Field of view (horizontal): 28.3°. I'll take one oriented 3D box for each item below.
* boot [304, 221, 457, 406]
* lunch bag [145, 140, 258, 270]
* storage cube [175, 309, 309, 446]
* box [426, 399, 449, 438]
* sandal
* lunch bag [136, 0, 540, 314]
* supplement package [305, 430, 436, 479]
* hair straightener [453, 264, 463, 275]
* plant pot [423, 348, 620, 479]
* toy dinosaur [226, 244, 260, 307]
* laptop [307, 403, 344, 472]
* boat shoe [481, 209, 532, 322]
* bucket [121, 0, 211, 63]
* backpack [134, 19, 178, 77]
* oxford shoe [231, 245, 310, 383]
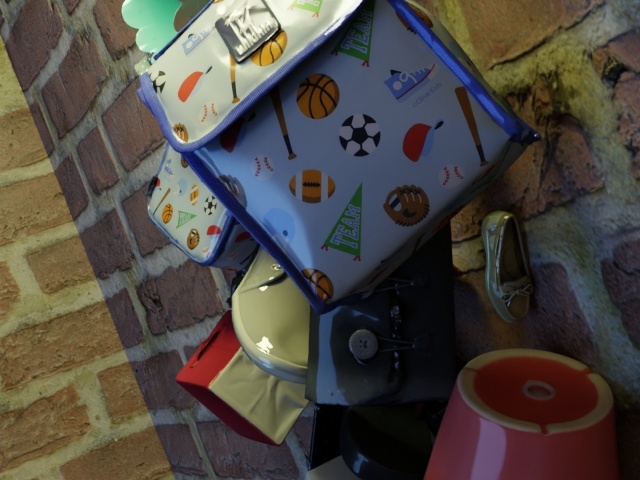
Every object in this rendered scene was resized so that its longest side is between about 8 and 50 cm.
[{"bbox_3d":[0.002,0.000,1.708,0.367,0.146,0.445,-1,99,19],"label":"boot"},{"bbox_3d":[-0.205,-0.099,2.359,0.303,0.115,0.243,39,113,46],"label":"lunch bag"},{"bbox_3d":[-0.125,0.258,2.410,0.215,0.184,0.193,42,163,-17],"label":"storage cube"},{"bbox_3d":[0.199,0.320,1.962,0.147,0.077,0.180,31,137,56],"label":"box"},{"bbox_3d":[0.105,0.193,1.864,0.446,0.167,0.107,-98,31,-61],"label":"sandal"},{"bbox_3d":[0.007,-0.160,1.500,0.385,0.328,0.239,51,-169,9],"label":"lunch bag"},{"bbox_3d":[0.091,0.406,1.912,0.149,0.203,0.194,54,153,29],"label":"supplement package"},{"bbox_3d":[0.126,0.064,1.890,0.047,0.089,0.230,30,172,-27],"label":"hair straightener"},{"bbox_3d":[0.260,0.288,1.610,0.275,0.275,0.243,37,132,50],"label":"plant pot"},{"bbox_3d":[-0.141,0.026,2.447,0.160,0.121,0.313,-60,42,41],"label":"toy dinosaur"},{"bbox_3d":[0.029,0.237,2.019,0.136,0.234,0.264,18,109,42],"label":"laptop"},{"bbox_3d":[0.246,0.036,1.647,0.048,0.056,0.153,-162,61,-67],"label":"boat shoe"},{"bbox_3d":[-0.218,-0.442,2.085,0.281,0.183,0.281,46,148,41],"label":"bucket"},{"bbox_3d":[-0.225,-0.285,2.254,0.188,0.144,0.166,48,-170,22],"label":"backpack"},{"bbox_3d":[-0.032,0.053,1.923,0.449,0.169,0.130,-80,14,-59],"label":"oxford shoe"}]
